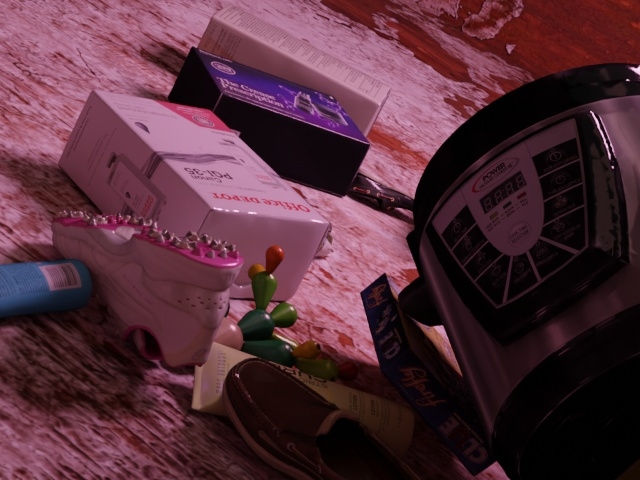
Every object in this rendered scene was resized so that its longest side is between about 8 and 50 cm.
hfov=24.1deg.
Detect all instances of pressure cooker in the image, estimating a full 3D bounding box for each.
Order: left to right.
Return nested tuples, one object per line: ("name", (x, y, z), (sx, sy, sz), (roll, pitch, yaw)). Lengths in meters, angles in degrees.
("pressure cooker", (0.289, 0.025, 1.567), (0.370, 0.375, 0.420), (-6, 52, -15))

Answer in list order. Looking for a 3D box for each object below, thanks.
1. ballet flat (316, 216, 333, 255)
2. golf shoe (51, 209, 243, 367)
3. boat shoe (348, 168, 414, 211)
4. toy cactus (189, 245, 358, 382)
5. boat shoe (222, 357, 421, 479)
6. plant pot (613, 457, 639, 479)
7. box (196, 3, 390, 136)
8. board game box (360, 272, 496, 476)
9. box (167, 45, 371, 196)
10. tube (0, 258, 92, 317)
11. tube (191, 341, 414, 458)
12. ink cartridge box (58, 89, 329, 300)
("ballet flat", (0.000, 0.000, 2.021), (0.041, 0.041, 0.114), (26, 20, -4))
("golf shoe", (-0.199, 0.045, 1.554), (0.115, 0.140, 0.306), (4, 7, -36))
("boat shoe", (0.104, -0.067, 2.321), (0.133, 0.042, 0.049), (25, -6, -10))
("toy cactus", (-0.076, 0.094, 1.615), (0.219, 0.112, 0.180), (45, 34, 21))
("boat shoe", (0.010, 0.187, 1.421), (0.257, 0.095, 0.095), (40, 48, 23))
("plant pot", (0.380, 0.358, 1.346), (0.293, 0.275, 0.275), (44, 19, -3))
("box", (-0.051, -0.260, 2.475), (0.311, 0.121, 0.148), (28, 19, 1))
("board game box", (0.121, 0.145, 1.685), (0.165, 0.042, 0.243), (48, 9, -16))
("box", (-0.079, -0.181, 2.277), (0.261, 0.103, 0.184), (17, 20, -28))
("tube", (-0.319, 0.050, 1.464), (0.207, 0.052, 0.080), (-4, 31, -47))
("tube", (-0.020, 0.169, 1.540), (0.240, 0.062, 0.070), (19, 2, -18))
("ink cartridge box", (-0.155, -0.056, 1.833), (0.207, 0.117, 0.283), (6, 28, -46))
